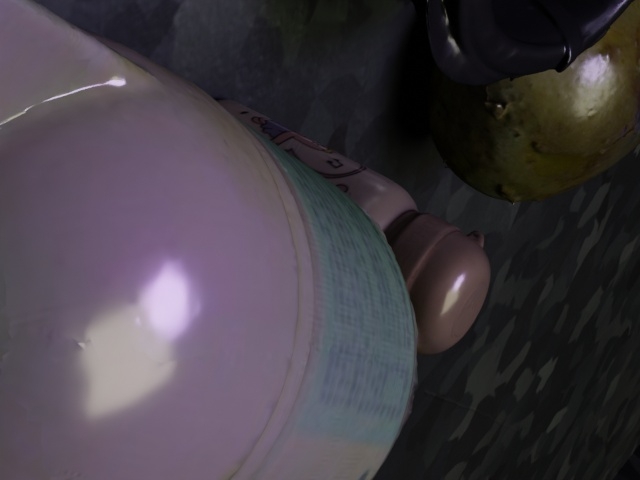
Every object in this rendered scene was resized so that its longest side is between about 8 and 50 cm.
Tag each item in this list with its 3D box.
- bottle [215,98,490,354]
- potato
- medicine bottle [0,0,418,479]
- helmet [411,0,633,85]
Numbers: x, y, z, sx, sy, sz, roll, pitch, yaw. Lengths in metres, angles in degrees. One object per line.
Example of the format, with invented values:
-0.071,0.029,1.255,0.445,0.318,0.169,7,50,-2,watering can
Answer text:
0.000,0.000,0.946,0.110,0.209,0.097,-47,153,-30,bottle
0.205,-0.147,1.266,0.307,0.173,0.210,-35,144,-43,potato
-0.119,0.029,0.690,0.235,0.236,0.406,-62,159,0,medicine bottle
0.126,-0.237,1.014,0.279,0.160,0.230,-32,145,-26,helmet
